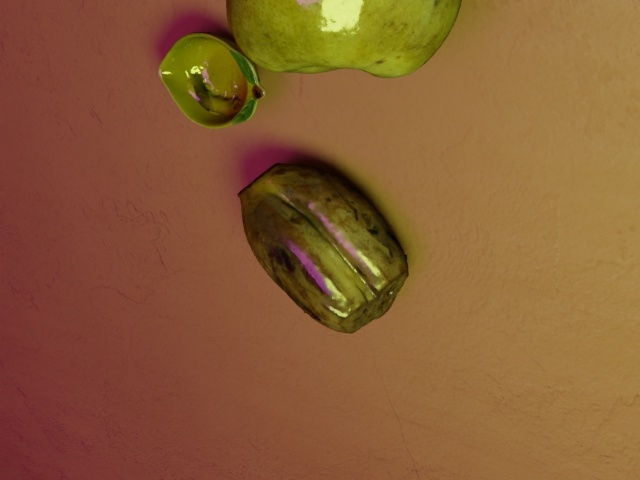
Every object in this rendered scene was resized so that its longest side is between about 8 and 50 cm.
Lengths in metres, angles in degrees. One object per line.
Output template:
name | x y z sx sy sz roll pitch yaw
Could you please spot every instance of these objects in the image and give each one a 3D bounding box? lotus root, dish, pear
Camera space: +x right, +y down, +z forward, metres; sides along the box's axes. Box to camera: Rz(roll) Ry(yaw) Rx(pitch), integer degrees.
lotus root | 0.002 -0.004 1.498 0.291 0.193 0.193 45 131 10
dish | -0.151 -0.254 1.525 0.207 0.080 0.149 18 120 27
pear | 0.024 -0.347 1.216 0.304 0.304 0.304 16 123 27
